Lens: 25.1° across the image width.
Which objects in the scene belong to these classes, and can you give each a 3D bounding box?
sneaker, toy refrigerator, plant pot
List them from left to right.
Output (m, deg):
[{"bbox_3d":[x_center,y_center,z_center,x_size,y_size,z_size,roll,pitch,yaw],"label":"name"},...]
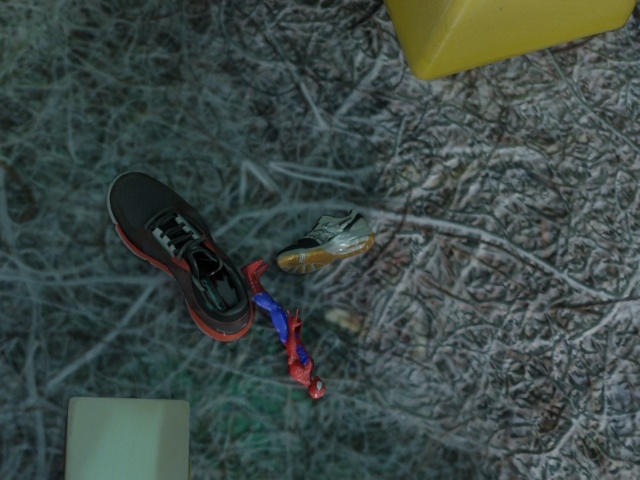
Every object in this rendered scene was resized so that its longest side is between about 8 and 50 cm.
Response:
[{"bbox_3d":[-0.136,0.251,0.998,0.094,0.102,0.269,3,72,-11],"label":"toy refrigerator"},{"bbox_3d":[-0.102,0.003,1.100,0.061,0.065,0.158,-40,84,-19],"label":"sneaker"},{"bbox_3d":[0.000,0.000,1.143,0.083,0.032,0.037,-16,63,-21],"label":"sneaker"},{"bbox_3d":[0.160,-0.284,1.176,0.212,0.187,0.212,-17,77,-16],"label":"plant pot"}]

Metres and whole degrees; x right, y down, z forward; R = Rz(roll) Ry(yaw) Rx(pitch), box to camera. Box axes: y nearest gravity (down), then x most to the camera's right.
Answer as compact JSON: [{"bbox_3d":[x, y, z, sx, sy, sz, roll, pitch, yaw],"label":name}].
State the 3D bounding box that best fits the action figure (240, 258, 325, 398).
[{"bbox_3d":[-0.025,0.069,1.110,0.030,0.038,0.115,-24,78,0],"label":"action figure"}]
